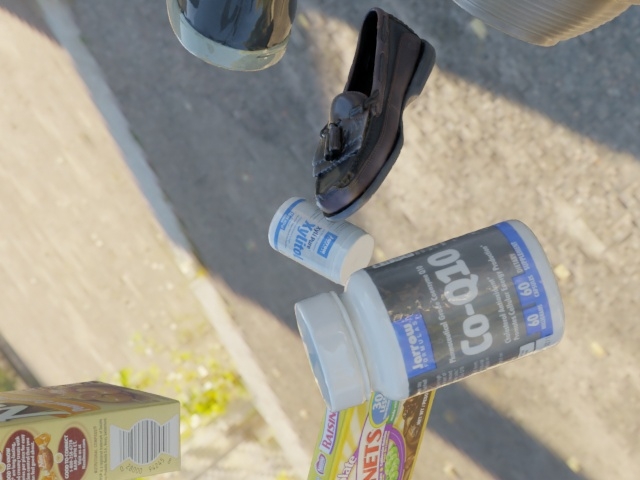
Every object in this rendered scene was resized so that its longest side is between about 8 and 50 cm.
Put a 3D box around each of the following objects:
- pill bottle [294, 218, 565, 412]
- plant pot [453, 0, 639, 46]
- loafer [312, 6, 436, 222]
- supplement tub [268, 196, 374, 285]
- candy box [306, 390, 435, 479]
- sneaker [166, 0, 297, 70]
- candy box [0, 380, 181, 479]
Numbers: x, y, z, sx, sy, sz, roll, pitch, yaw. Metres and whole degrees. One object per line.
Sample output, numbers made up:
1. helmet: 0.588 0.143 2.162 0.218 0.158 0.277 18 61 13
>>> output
1. pill bottle: 0.060 0.044 0.787 0.078 0.137 0.078 161 90 -82
2. plant pot: 0.198 -0.261 1.349 0.237 0.237 0.109 40 116 32
3. loafer: 0.042 -0.147 1.583 0.109 0.302 0.095 -25 119 41
4. supplement tub: 0.000 0.000 1.623 0.107 0.071 0.071 27 152 26
5. candy box: 0.036 0.164 1.078 0.027 0.105 0.206 29 113 41
6. sneaker: -0.043 -0.202 0.714 0.118 0.083 0.222 -62 37 43
7. candy box: -0.331 0.219 1.528 0.183 0.316 0.087 4 95 49
